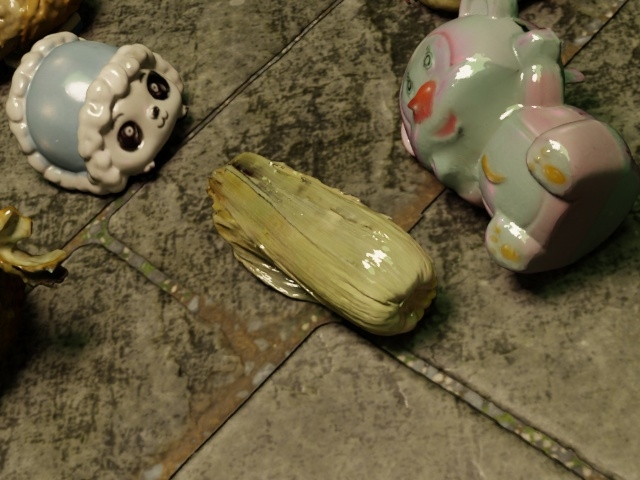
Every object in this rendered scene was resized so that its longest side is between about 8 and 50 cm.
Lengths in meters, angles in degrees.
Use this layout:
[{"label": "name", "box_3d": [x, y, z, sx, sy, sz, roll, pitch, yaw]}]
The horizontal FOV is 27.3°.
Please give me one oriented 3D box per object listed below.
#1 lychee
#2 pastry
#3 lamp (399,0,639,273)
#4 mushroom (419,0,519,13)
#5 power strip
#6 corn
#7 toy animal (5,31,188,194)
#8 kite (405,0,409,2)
[{"label": "lychee", "box_3d": [-0.463, 0.048, 1.512, 0.270, 0.270, 0.320, -53, 21, -24]}, {"label": "pastry", "box_3d": [-0.486, -0.349, 1.869, 0.311, 0.162, 0.255, -33, 33, -5]}, {"label": "lamp", "box_3d": [0.232, -0.128, 1.488, 0.247, 0.247, 0.301, -12, 49, -34]}, {"label": "mushroom", "box_3d": [0.226, -0.411, 1.759, 0.292, 0.212, 0.217, 21, 22, 32]}, {"label": "power strip", "box_3d": [-0.399, -0.289, 1.907, 0.056, 0.032, 0.123, 21, 60, 28]}, {"label": "corn", "box_3d": [-0.003, 0.000, 1.492, 0.305, 0.123, 0.122, 29, 67, 35]}, {"label": "toy animal", "box_3d": [-0.288, -0.179, 1.707, 0.204, 0.156, 0.208, 12, 61, 30]}, {"label": "kite", "box_3d": [0.100, -0.412, 1.868, 0.198, 0.006, 0.244, -23, 49, -2]}]
